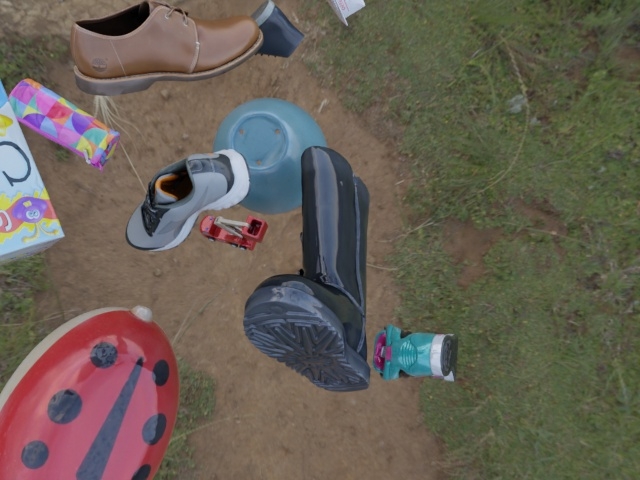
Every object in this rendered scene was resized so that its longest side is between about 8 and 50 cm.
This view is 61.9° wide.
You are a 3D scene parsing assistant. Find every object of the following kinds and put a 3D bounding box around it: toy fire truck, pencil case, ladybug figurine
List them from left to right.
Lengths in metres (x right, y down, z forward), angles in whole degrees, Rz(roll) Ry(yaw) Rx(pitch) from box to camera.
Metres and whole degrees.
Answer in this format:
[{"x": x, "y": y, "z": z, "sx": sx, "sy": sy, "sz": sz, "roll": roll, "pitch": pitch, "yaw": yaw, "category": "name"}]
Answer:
[{"x": -0.561, "y": -0.253, "z": 1.178, "sx": 0.236, "sy": 0.104, "sz": 0.104, "roll": 32, "pitch": 81, "yaw": -12, "category": "pencil case"}, {"x": -0.391, "y": 0.325, "z": 0.914, "sx": 0.305, "sy": 0.162, "sz": 0.449, "roll": 25, "pitch": 76, "yaw": -31, "category": "ladybug figurine"}, {"x": -0.208, "y": -0.025, "z": 1.255, "sx": 0.192, "sy": 0.135, "sz": 0.047, "roll": 15, "pitch": 72, "yaw": 15, "category": "toy fire truck"}]

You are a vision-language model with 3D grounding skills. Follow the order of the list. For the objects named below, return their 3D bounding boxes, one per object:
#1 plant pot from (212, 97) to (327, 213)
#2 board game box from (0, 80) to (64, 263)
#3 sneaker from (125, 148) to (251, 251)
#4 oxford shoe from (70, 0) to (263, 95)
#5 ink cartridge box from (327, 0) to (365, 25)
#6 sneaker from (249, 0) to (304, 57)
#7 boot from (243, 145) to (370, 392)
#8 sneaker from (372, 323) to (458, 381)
[{"x": -0.130, "y": -0.214, "z": 1.265, "sx": 0.290, "sy": 0.195, "sz": 0.290, "roll": 0, "pitch": 88, "yaw": 3, "category": "plant pot"}, {"x": -0.404, "y": -0.100, "z": 0.561, "sx": 0.144, "sy": 0.142, "sz": 0.275, "roll": -24, "pitch": 97, "yaw": -37, "category": "board game box"}, {"x": -0.228, "y": -0.061, "z": 0.808, "sx": 0.108, "sy": 0.272, "sz": 0.100, "roll": -2, "pitch": 69, "yaw": -50, "category": "sneaker"}, {"x": -0.149, "y": -0.212, "z": 0.554, "sx": 0.212, "sy": 0.076, "sz": 0.076, "roll": -26, "pitch": 53, "yaw": -31, "category": "oxford shoe"}, {"x": 0.036, "y": -0.585, "z": 1.212, "sx": 0.067, "sy": 0.115, "sz": 0.198, "roll": -29, "pitch": 48, "yaw": 9, "category": "ink cartridge box"}, {"x": -0.144, "y": -0.457, "z": 1.258, "sx": 0.118, "sy": 0.222, "sz": 0.083, "roll": 35, "pitch": 60, "yaw": -30, "category": "sneaker"}, {"x": 0.000, "y": 0.001, "z": 0.965, "sx": 0.146, "sy": 0.367, "sz": 0.445, "roll": -5, "pitch": 57, "yaw": 17, "category": "boot"}, {"x": 0.210, "y": 0.261, "z": 1.202, "sx": 0.179, "sy": 0.295, "sz": 0.123, "roll": 2, "pitch": 74, "yaw": 22, "category": "sneaker"}]
